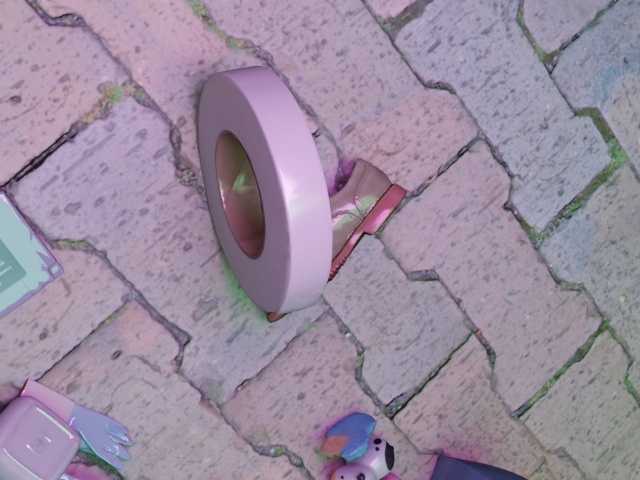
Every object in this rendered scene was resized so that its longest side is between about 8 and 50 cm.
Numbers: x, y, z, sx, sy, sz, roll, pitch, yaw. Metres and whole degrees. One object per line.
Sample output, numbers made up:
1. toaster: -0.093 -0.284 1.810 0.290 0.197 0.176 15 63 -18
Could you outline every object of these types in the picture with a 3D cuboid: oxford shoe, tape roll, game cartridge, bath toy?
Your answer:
1. oxford shoe: 0.000 0.000 1.643 0.130 0.123 0.348 43 82 1
2. tape roll: -0.097 -0.077 1.409 0.072 0.392 0.392 -14 106 -22
3. game cartridge: -0.582 0.060 1.397 0.297 0.062 0.198 -37 109 -14
4. bath toy: 0.124 0.514 1.773 0.151 0.129 0.348 -36 114 -18

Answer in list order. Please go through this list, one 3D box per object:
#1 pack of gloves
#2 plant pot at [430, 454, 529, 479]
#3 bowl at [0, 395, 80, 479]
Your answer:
1. pack of gloves: -0.434 0.371 1.505 0.232 0.046 0.195 34 50 -26
2. plant pot: 0.325 0.536 1.813 0.166 0.234 0.165 17 92 -28
3. bowl: -0.459 0.330 1.432 0.142 0.053 0.142 46 46 -17
